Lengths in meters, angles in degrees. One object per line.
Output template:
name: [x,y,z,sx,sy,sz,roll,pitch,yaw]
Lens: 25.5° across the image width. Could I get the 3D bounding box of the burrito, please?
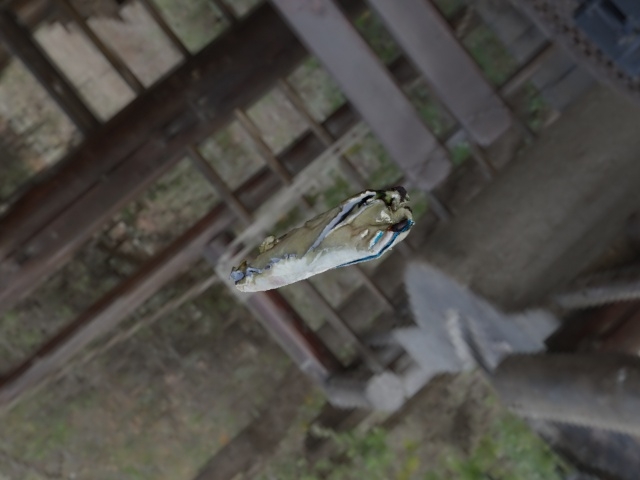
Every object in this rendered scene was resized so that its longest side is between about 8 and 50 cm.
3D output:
burrito: [0.001,0.001,0.986,0.042,0.051,0.171,46,142,-16]
